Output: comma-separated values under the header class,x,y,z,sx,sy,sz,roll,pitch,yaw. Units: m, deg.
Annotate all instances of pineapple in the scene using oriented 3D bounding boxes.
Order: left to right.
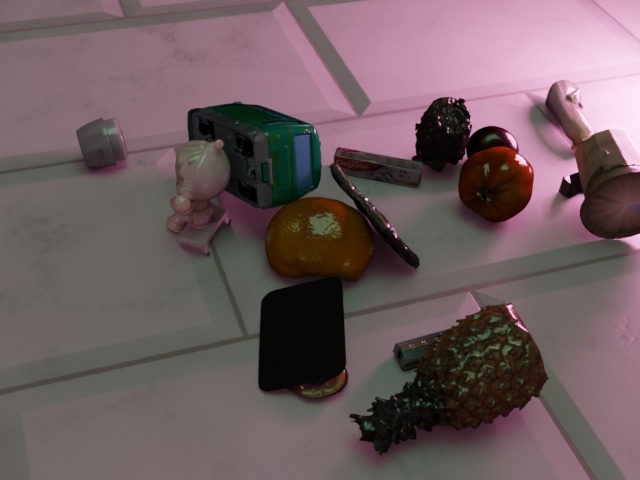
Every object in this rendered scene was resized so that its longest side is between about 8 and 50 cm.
class,x,y,z,sx,sy,sz,roll,pitch,yaw
pineapple,0.226,0.265,1.624,0.362,0.202,0.202,-24,49,-18

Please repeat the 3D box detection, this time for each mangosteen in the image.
class,x,y,z,sx,sy,sz,roll,pitch,yaw
mangosteen,0.425,-0.227,2.234,0.140,0.140,0.140,2,42,-2

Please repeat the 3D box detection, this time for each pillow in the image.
class,x,y,z,sx,sy,sz,roll,pitch,yaw
pillow,0.116,-0.051,1.969,0.034,0.189,0.255,-40,50,-1

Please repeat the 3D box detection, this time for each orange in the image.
class,x,y,z,sx,sy,sz,roll,pitch,yaw
orange,-0.002,-0.003,1.915,0.237,0.158,0.179,10,59,4

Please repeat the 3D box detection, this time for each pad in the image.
class,x,y,z,sx,sy,sz,roll,pitch,yaw
pad,-0.037,0.180,1.778,0.181,0.004,0.267,-13,42,11

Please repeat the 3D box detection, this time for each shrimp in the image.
class,x,y,z,sx,sy,sz,roll,pitch,yaw
shrimp,-0.024,0.241,1.742,0.124,0.034,0.178,-21,50,-16

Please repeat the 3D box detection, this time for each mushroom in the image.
class,x,y,z,sx,sy,sz,roll,pitch,yaw
mushroom,0.665,-0.337,2.392,0.099,0.096,0.278,-22,39,15

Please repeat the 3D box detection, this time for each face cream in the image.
class,x,y,z,sx,sy,sz,roll,pitch,yaw
face cream,-0.523,-0.233,2.154,0.104,0.117,0.117,-16,46,-11

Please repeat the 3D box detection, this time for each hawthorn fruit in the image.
class,x,y,z,sx,sy,sz,roll,pitch,yaw
hawthorn fruit,0.414,-0.137,2.090,0.189,0.189,0.189,2,42,-2

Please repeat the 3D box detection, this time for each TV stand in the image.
class,x,y,z,sx,sy,sz,roll,pitch,yaw
TV stand,0.706,-0.165,2.233,0.256,0.049,0.040,-17,48,-23

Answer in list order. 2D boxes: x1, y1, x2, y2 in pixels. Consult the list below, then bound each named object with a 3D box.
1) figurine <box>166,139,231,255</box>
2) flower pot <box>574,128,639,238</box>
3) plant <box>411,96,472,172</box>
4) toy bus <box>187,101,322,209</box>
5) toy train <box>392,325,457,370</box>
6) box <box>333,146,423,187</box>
class,x,y,z,sx,sy,sz,roll,pitch,yaw
figurine,-0.260,-0.109,1.938,0.144,0.257,0.182,33,48,25
flower pot,0.679,-0.147,2.073,0.212,0.212,0.202,-1,50,-6
plant,0.299,-0.252,2.194,0.142,0.203,0.131,5,56,-11
toy bus,-0.146,-0.207,2.044,0.199,0.183,0.343,-16,27,-29
toy train,0.269,0.198,1.799,0.252,0.048,0.055,-14,48,-19
box,0.139,-0.179,2.196,0.218,0.055,0.039,12,41,7
